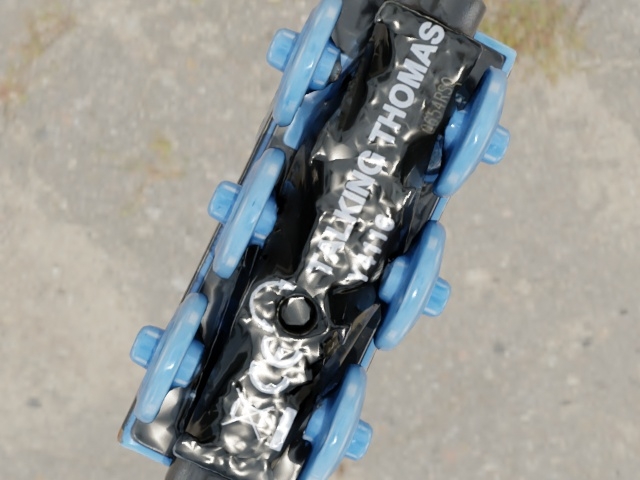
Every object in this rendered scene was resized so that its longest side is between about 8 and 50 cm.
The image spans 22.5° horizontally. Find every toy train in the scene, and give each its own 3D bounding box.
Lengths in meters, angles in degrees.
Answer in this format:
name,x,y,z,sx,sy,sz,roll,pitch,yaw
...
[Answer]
name,x,y,z,sx,sy,sz,roll,pitch,yaw
toy train,0.000,0.000,0.508,0.080,0.105,0.184,24,92,-4
